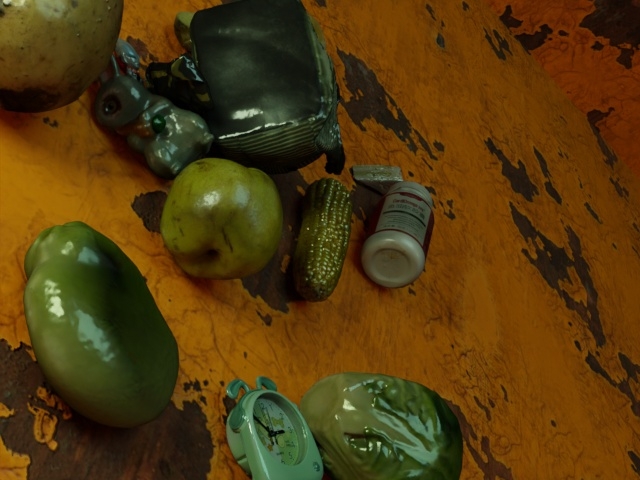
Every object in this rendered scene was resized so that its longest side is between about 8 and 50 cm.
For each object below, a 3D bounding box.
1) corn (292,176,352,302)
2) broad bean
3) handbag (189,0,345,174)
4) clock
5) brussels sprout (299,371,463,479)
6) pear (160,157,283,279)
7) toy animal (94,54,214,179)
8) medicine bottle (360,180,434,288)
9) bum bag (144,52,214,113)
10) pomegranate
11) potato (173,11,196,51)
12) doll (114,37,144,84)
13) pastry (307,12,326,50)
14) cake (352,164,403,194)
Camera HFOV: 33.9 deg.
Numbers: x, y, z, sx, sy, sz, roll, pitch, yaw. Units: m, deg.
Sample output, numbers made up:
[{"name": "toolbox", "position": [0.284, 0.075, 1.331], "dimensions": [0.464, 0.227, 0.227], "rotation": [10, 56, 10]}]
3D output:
[{"name": "corn", "position": [0.004, 0.002, 1.945], "dimensions": [0.102, 0.102, 0.313], "rotation": [41, 36, -26]}, {"name": "broad bean", "position": [-0.292, 0.109, 1.379], "dimensions": [0.291, 0.119, 0.238], "rotation": [64, 21, 7]}, {"name": "handbag", "position": [-0.088, -0.256, 1.889], "dimensions": [0.240, 0.247, 0.341], "rotation": [71, 4, -60]}, {"name": "clock", "position": [-0.078, 0.293, 1.574], "dimensions": [0.148, 0.060, 0.189], "rotation": [6, 56, -53]}, {"name": "brussels sprout", "position": [0.098, 0.315, 1.670], "dimensions": [0.271, 0.210, 0.219], "rotation": [37, 58, -19]}, {"name": "pear", "position": [-0.154, -0.037, 1.650], "dimensions": [0.200, 0.200, 0.200], "rotation": [36, 35, -31]}, {"name": "toy animal", "position": [-0.298, -0.206, 1.703], "dimensions": [0.251, 0.127, 0.125], "rotation": [42, 46, 0]}, {"name": "medicine bottle", "position": [0.163, -0.017, 2.160], "dimensions": [0.131, 0.131, 0.250], "rotation": [47, 32, -17]}, {"name": "bum bag", "position": [-0.238, -0.257, 1.756], "dimensions": [0.060, 0.232, 0.107], "rotation": [-32, 105, -18]}, {"name": "pomegranate", "position": [-0.411, -0.320, 1.481], "dimensions": [0.281, 0.281, 0.281], "rotation": [36, 35, -31]}, {"name": "potato", "position": [-0.241, -0.389, 1.991], "dimensions": [0.103, 0.066, 0.096], "rotation": [1, 36, -45]}, {"name": "doll", "position": [-0.329, -0.309, 1.805], "dimensions": [0.057, 0.039, 0.114], "rotation": [-9, 72, -53]}, {"name": "pastry", "position": [-0.058, -0.437, 2.284], "dimensions": [0.156, 0.092, 0.156], "rotation": [28, 45, -31]}, {"name": "cake", "position": [0.122, -0.143, 2.300], "dimensions": [0.121, 0.065, 0.052], "rotation": [20, 43, -37]}]
